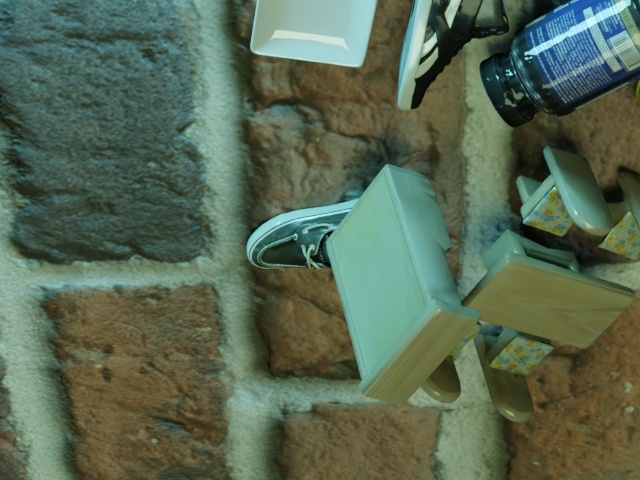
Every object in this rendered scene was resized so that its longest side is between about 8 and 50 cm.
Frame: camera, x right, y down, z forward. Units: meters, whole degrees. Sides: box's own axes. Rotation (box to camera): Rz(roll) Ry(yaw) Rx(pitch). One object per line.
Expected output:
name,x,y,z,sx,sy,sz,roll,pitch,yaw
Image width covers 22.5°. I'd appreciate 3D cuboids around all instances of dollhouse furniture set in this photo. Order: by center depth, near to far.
dollhouse furniture set,0.234,0.087,2.083,0.394,0.256,0.362,16,130,-29

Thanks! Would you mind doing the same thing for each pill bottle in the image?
pill bottle,0.309,-0.225,1.949,0.219,0.123,0.123,-26,125,24

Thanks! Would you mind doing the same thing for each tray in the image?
tray,0.002,-0.332,1.924,0.145,0.030,0.270,6,130,-6

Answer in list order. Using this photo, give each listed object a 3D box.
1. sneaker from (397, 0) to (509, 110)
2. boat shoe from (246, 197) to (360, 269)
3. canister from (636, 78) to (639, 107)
sneaker,0.166,-0.243,1.965,0.121,0.079,0.217,8,129,-4
boat shoe,0.000,0.000,2.181,0.219,0.070,0.078,-18,128,15
canister,0.500,-0.190,2.011,0.169,0.073,0.126,19,126,-17
